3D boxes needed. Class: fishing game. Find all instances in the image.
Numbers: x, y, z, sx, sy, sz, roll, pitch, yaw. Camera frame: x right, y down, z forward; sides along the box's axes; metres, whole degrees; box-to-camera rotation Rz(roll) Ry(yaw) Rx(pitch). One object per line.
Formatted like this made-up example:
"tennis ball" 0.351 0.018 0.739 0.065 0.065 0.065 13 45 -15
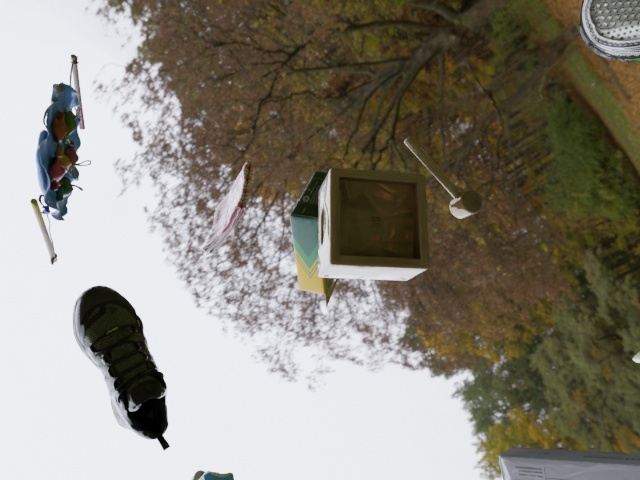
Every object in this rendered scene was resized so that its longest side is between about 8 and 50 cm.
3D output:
"fishing game" -0.335 -0.118 0.672 0.041 0.189 0.264 4 -128 -16

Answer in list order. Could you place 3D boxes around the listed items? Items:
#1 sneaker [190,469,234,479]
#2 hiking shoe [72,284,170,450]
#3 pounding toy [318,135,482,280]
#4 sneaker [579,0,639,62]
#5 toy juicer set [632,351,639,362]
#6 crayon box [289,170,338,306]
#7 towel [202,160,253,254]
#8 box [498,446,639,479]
"sneaker" -0.155 0.378 0.709 0.088 0.228 0.092 15 -121 -13
"hiking shoe" -0.244 0.163 0.658 0.086 0.114 0.226 -32 -62 -37
"pounding toy" 0.104 -0.041 0.682 0.206 0.094 0.180 3 -106 -10
"sneaker" 0.284 -0.236 0.270 0.146 0.343 0.134 -22 -105 -35
"toy juicer set" 0.628 0.124 0.687 0.089 0.329 0.209 56 -166 9
"crayon box" 0.000 0.000 1.397 0.203 0.083 0.322 -64 -23 -46
"towel" -0.193 -0.075 1.071 0.029 0.144 0.197 28 -149 -21
"box" 0.240 0.277 0.421 0.038 0.145 0.186 4 -104 -49
